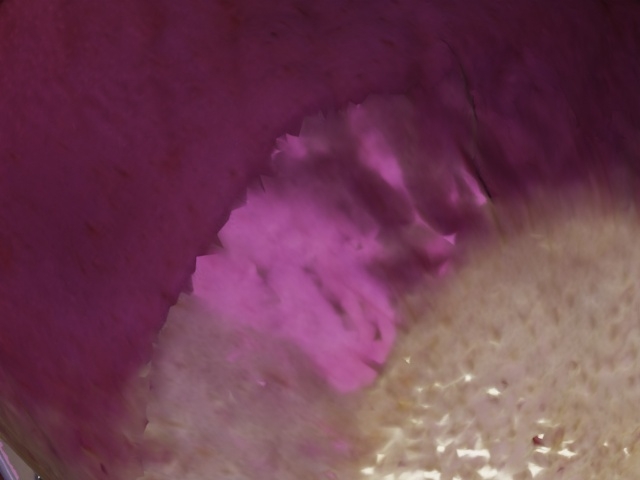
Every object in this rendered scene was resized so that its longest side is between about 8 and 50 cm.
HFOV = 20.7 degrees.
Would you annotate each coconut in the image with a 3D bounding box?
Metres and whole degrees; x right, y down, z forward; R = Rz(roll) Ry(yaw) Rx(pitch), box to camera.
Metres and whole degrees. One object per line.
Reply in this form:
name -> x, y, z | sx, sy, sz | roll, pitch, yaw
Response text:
coconut -> 0.000, 0.000, 0.660 | 0.328, 0.329, 0.329 | 1, 103, 4

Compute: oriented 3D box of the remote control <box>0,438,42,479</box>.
remote control -> -0.118, 0.060, 0.794 | 0.087, 0.047, 0.244 | -25, 99, 6
